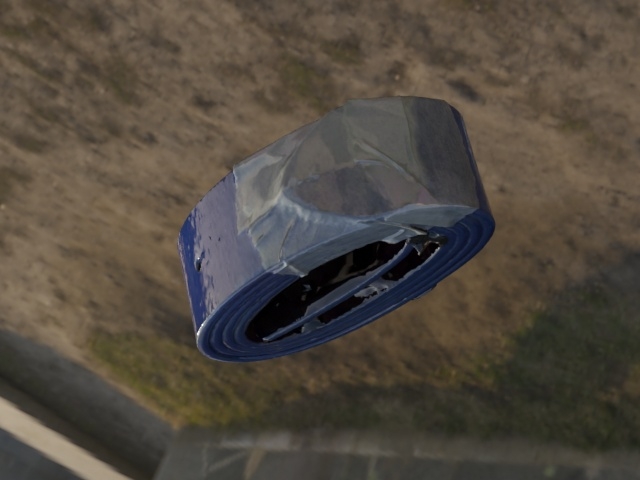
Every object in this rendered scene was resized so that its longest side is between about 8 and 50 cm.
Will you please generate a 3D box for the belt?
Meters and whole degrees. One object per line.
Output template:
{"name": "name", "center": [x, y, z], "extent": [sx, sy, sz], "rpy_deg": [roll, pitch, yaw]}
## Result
{"name": "belt", "center": [0.000, 0.000, 1.014], "extent": [0.212, 0.117, 0.347], "rpy_deg": [7, 150, -39]}
